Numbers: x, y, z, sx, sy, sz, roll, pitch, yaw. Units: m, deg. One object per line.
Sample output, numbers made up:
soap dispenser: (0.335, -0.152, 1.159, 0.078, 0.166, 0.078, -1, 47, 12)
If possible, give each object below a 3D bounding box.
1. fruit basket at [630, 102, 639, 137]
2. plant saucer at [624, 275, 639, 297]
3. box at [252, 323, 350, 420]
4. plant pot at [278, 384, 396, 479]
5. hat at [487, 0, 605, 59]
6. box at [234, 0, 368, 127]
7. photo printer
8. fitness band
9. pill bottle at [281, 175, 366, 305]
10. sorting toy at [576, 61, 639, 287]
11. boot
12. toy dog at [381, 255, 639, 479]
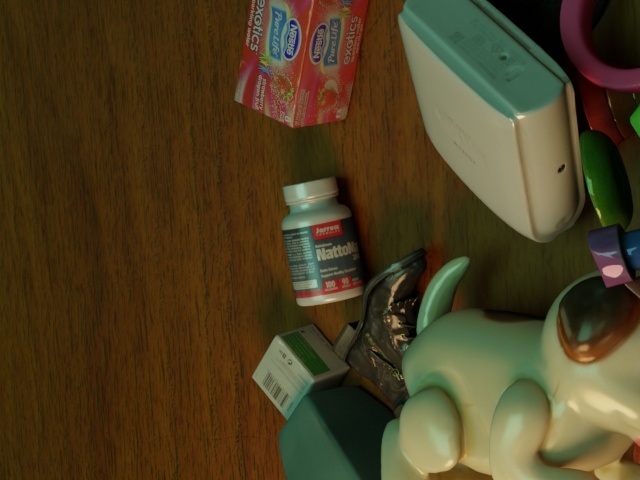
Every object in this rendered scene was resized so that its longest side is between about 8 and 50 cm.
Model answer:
fruit basket: (0.544, -0.114, 1.477, 0.392, 0.283, 0.392, 12, 108, 41)
plant saucer: (0.493, 0.125, 1.593, 0.048, 0.259, 0.258, -56, 48, 14)
box: (-0.030, 0.205, 2.246, 0.101, 0.087, 0.102, 48, 128, 24)
plant pot: (0.050, 0.341, 2.157, 0.234, 0.165, 0.166, 56, 132, 29)
hat: (0.200, -0.362, 1.854, 0.331, 0.134, 0.331, 12, 107, 42)
box: (-0.023, -0.306, 2.088, 0.128, 0.122, 0.257, 29, 119, 35)
photo printer: (0.218, -0.149, 1.812, 0.256, 0.107, 0.307, 49, 169, 33)
fitness band: (0.400, -0.302, 1.671, 0.291, 0.054, 0.209, -53, 55, 17)
pill bottle: (0.000, 0.000, 2.152, 0.108, 0.108, 0.180, -9, 94, 45)
sorting toy: (0.375, -0.096, 1.671, 0.126, 0.365, 0.127, -16, 128, 22)
boot: (0.148, 0.163, 2.080, 0.229, 0.091, 0.263, 45, 132, 20)
toy dog: (0.307, 0.177, 1.826, 0.408, 0.284, 0.395, -31, 53, 43)
